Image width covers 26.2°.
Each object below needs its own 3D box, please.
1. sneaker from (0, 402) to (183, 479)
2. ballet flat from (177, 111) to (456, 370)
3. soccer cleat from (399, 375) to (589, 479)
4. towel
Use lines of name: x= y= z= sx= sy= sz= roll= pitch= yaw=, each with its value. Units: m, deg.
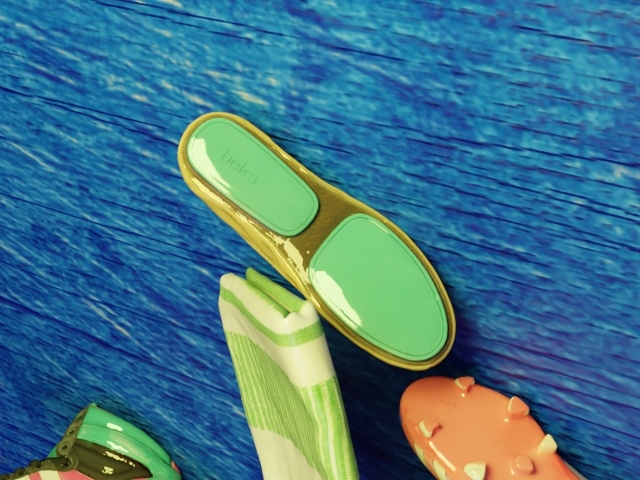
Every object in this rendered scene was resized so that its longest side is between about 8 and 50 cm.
sneaker: x=-0.256 y=0.233 z=1.274 sx=0.295 sy=0.178 sz=0.124 roll=4 pitch=130 yaw=5
ballet flat: x=0.000 y=0.000 z=0.934 sx=0.232 sy=0.080 sz=0.073 roll=44 pitch=170 yaw=9
soccer cleat: x=0.154 y=0.184 z=0.928 sx=0.248 sy=0.083 sz=0.095 roll=31 pitch=144 yaw=16
towel: x=-0.008 y=0.189 z=0.949 sx=0.248 sy=0.038 sz=0.325 roll=-162 pitch=61 yaw=-75
